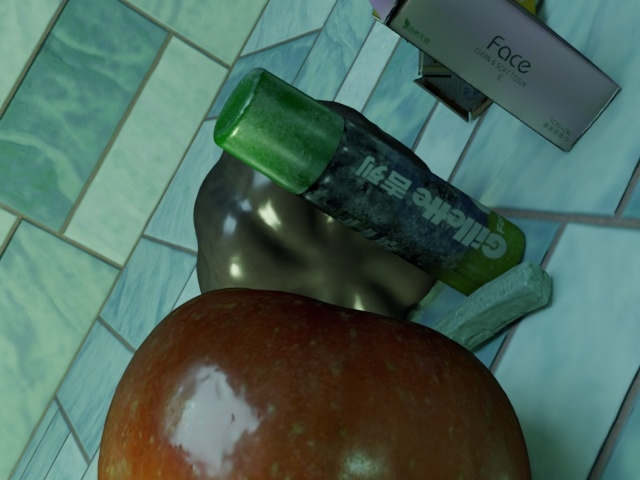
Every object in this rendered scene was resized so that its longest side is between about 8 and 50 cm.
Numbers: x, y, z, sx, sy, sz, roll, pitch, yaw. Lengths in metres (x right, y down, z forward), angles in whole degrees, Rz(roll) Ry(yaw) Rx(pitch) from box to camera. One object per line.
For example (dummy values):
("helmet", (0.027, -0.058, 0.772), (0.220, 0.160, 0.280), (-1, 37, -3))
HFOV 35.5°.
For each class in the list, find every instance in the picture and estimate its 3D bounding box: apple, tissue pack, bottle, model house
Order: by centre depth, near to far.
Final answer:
("apple", (-0.007, 0.191, 0.802), (0.348, 0.348, 0.277), (-6, 70, 65))
("bottle", (0.052, -0.052, 0.997), (0.093, 0.330, 0.093), (-48, 24, 29))
("tissue pack", (0.174, -0.214, 1.048), (0.092, 0.246, 0.148), (-53, 22, 18))
("model house", (0.171, -0.265, 1.301), (0.219, 0.207, 0.136), (-85, -5, -48))

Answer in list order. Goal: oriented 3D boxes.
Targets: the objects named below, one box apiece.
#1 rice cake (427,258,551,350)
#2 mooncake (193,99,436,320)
("rice cake", (0.137, 0.096, 1.016), (0.245, 0.042, 0.045), (-43, 23, 39))
("mooncake", (0.000, 0.000, 1.138), (0.306, 0.306, 0.154), (-57, 26, 9))
